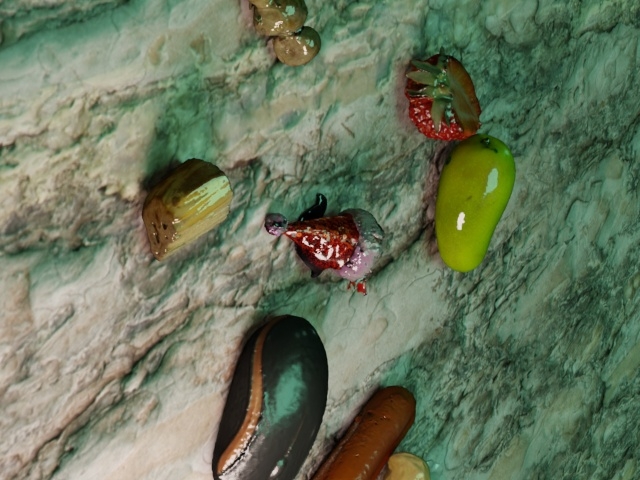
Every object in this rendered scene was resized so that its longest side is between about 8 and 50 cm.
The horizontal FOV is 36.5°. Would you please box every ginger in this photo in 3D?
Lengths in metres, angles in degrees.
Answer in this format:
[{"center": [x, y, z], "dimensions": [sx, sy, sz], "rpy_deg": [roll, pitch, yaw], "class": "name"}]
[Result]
[{"center": [-0.059, -0.347, 1.455], "dimensions": [0.104, 0.080, 0.204], "rpy_deg": [-55, 136, -35], "class": "ginger"}]

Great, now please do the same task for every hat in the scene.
[{"center": [-0.002, 0.002, 1.623], "dimensions": [0.227, 0.129, 0.140], "rpy_deg": [12, 107, -36], "class": "hat"}]

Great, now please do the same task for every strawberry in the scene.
[{"center": [0.234, -0.272, 1.849], "dimensions": [0.228, 0.098, 0.174], "rpy_deg": [-13, 94, -63], "class": "strawberry"}]

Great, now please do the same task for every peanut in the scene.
[{"center": [0.158, 0.519, 1.820], "dimensions": [0.117, 0.101, 0.263], "rpy_deg": [-6, 99, -11], "class": "peanut"}]

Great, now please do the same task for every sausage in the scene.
[{"center": [0.078, 0.397, 1.816], "dimensions": [0.330, 0.102, 0.102], "rpy_deg": [-49, 134, -34], "class": "sausage"}]

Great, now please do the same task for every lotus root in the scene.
[{"center": [-0.192, -0.051, 1.364], "dimensions": [0.135, 0.095, 0.159], "rpy_deg": [-38, 168, -34], "class": "lotus root"}]

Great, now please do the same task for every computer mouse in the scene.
[{"center": [-0.072, 0.282, 1.581], "dimensions": [0.183, 0.116, 0.323], "rpy_deg": [20, 84, -48], "class": "computer mouse"}]

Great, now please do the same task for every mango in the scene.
[{"center": [0.303, -0.072, 1.956], "dimensions": [0.175, 0.143, 0.293], "rpy_deg": [-22, 127, -54], "class": "mango"}]

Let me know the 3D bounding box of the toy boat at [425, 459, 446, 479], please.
[{"center": [0.166, 0.578, 1.978], "dimensions": [0.199, 0.100, 0.290], "rpy_deg": [8, 92, -52], "class": "toy boat"}]
